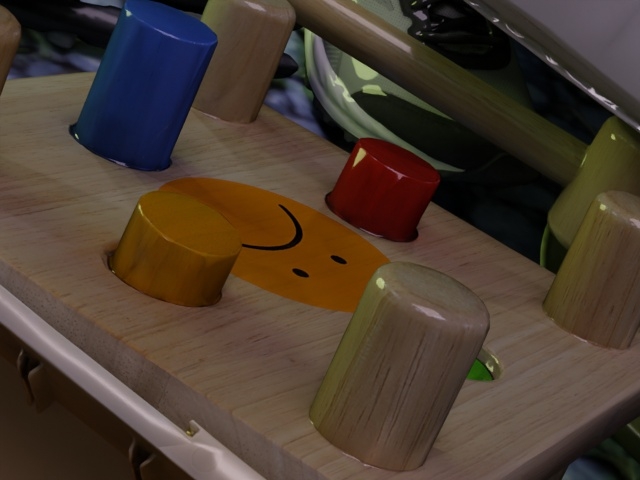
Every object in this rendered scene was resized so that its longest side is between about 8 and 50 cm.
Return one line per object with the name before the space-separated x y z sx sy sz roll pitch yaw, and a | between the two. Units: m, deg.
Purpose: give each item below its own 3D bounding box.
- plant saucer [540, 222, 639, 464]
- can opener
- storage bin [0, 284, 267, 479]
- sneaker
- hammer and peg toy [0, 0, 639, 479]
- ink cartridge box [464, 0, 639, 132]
plant saucer | 0.206 0.059 0.828 0.241 0.037 0.241 15 40 -13
can opener | -0.092 -0.112 0.849 0.186 0.059 0.073 17 11 -26
storage bin | -0.148 0.109 0.419 0.262 0.123 0.260 37 69 14
sneaker | 0.042 -0.132 0.901 0.100 0.108 0.271 1 46 -31
hammer and peg toy | 0.000 0.000 0.677 0.266 0.127 0.361 31 21 20
ink cartridge box | 0.231 -0.213 0.860 0.166 0.285 0.395 38 20 4
